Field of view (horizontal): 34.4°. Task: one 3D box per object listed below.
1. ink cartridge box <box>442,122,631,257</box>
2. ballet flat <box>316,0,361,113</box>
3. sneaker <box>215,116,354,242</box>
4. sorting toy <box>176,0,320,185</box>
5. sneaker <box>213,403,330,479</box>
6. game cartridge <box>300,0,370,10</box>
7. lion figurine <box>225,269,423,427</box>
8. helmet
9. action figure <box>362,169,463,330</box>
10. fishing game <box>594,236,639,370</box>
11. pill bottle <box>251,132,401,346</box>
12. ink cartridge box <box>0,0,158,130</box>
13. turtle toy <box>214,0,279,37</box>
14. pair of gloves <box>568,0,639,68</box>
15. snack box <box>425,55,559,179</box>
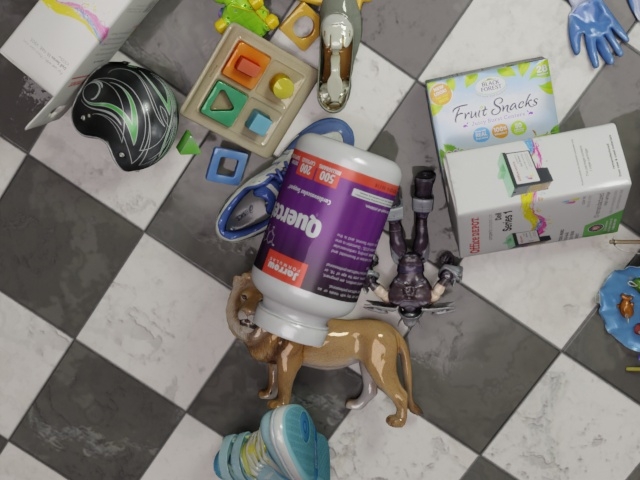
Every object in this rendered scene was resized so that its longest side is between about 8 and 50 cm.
[{"bbox_3d":[0.351,-0.077,1.708,0.278,0.201,0.117,-10,67,5],"label":"ink cartridge box"},{"bbox_3d":[0.030,-0.314,1.729,0.072,0.068,0.213,5,118,3],"label":"ballet flat"},{"bbox_3d":[-0.058,-0.092,1.778,0.296,0.131,0.112,-42,95,10],"label":"sneaker"},{"bbox_3d":[-0.113,-0.247,1.746,0.196,0.047,0.348,25,105,-30],"label":"sorting toy"},{"bbox_3d":[-0.108,0.376,1.818,0.208,0.319,0.127,-5,62,11],"label":"sneaker"},{"bbox_3d":[-0.042,-0.548,1.714,0.323,0.053,0.285,14,103,1],"label":"game cartridge"},{"bbox_3d":[0.017,0.189,1.851,0.392,0.142,0.240,8,96,-13],"label":"lion figurine"},{"bbox_3d":[-0.319,-0.208,1.752,0.161,0.169,0.169,30,103,13],"label":"helmet"},{"bbox_3d":[0.159,0.026,1.813,0.185,0.099,0.285,-3,106,-3],"label":"action figure"},{"bbox_3d":[0.574,0.120,1.802,0.189,0.041,0.264,2,114,27],"label":"fishing game"},{"bbox_3d":[0.000,0.000,1.680,0.181,0.181,0.323,19,94,-1],"label":"pill bottle"},{"bbox_3d":[-0.391,-0.357,1.697,0.119,0.207,0.353,41,101,-6],"label":"ink cartridge box"},{"bbox_3d":[-0.136,-0.384,1.739,0.095,0.066,0.130,-33,133,9],"label":"turtle toy"},{"bbox_3d":[0.506,-0.388,1.731,0.198,0.023,0.159,-22,101,9],"label":"pair of gloves"},{"bbox_3d":[0.294,-0.207,1.760,0.207,0.070,0.175,-10,102,5],"label":"snack box"}]
